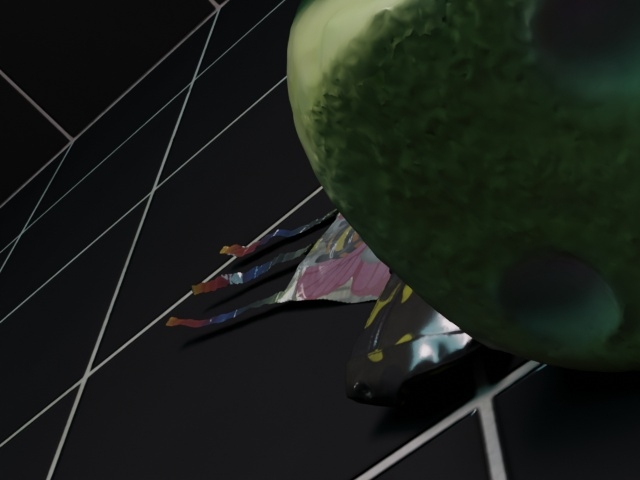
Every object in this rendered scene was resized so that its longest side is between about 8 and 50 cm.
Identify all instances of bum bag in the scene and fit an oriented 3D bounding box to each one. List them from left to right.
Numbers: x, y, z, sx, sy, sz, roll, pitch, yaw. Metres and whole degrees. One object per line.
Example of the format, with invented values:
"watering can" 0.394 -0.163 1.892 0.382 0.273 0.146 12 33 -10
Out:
"bum bag" 0.094 0.012 0.743 0.106 0.060 0.232 -11 40 44

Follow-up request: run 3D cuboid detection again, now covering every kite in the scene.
"kite" 0.002 0.003 1.008 0.360 0.022 0.204 -18 33 45

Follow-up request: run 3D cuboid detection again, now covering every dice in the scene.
"dice" 0.150 -0.102 0.571 0.249 0.254 0.252 -31 24 42
